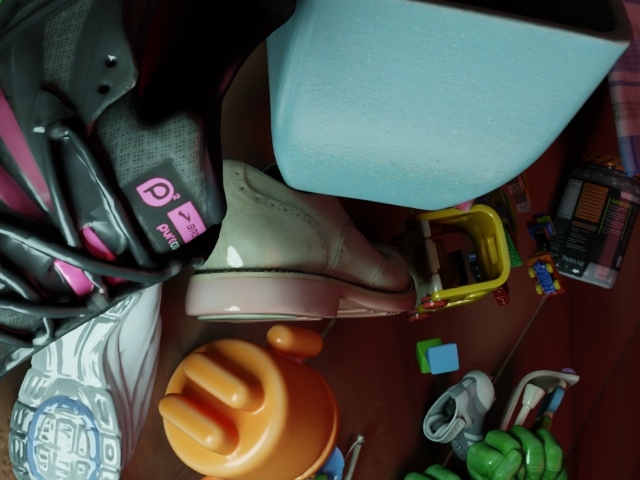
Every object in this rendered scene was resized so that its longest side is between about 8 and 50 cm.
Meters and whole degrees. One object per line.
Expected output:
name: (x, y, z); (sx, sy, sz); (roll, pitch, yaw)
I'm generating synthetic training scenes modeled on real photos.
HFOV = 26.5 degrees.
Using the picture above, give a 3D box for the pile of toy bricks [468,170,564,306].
pile of toy bricks: (0.244, -0.021, 1.769); (0.105, 0.118, 0.212); (-84, 153, -50)

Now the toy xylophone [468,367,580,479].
toy xylophone: (0.279, 0.322, 1.972); (0.236, 0.081, 0.323); (86, 28, -82)

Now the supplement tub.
supplement tub: (0.413, -0.032, 2.039); (0.117, 0.117, 0.190); (16, 92, -63)

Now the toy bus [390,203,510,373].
toy bus: (0.141, 0.026, 1.456); (0.202, 0.104, 0.191); (-109, -169, -53)

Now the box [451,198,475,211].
box: (0.132, -0.202, 1.352); (0.300, 0.142, 0.154); (-64, 152, -6)

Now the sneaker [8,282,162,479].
sneaker: (-0.169, 0.051, 1.033); (0.129, 0.111, 0.297); (-49, 152, -71)

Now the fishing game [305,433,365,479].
fishing game: (-0.019, 0.299, 1.511); (0.264, 0.041, 0.189); (-4, 112, -62)

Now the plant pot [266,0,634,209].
plant pot: (0.068, -0.164, 1.108); (0.252, 0.248, 0.247); (112, -20, -44)

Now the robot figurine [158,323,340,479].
robot figurine: (-0.062, 0.162, 1.250); (0.219, 0.128, 0.158); (30, 52, -62)

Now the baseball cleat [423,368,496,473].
baseball cleat: (0.183, 0.259, 1.856); (0.109, 0.072, 0.206); (-26, 136, -26)

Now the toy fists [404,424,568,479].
toy fists: (0.208, 0.345, 1.793); (0.279, 0.096, 0.142); (-25, 99, -16)

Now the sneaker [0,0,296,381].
sneaker: (-0.170, -0.027, 0.841); (0.483, 0.202, 0.185); (-64, 152, -16)

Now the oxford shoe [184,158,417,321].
oxford shoe: (0.000, 0.000, 1.263); (0.397, 0.140, 0.146); (7, 80, -72)

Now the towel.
towel: (0.465, -0.239, 1.992); (0.209, 0.034, 0.285); (-10, 92, -59)
